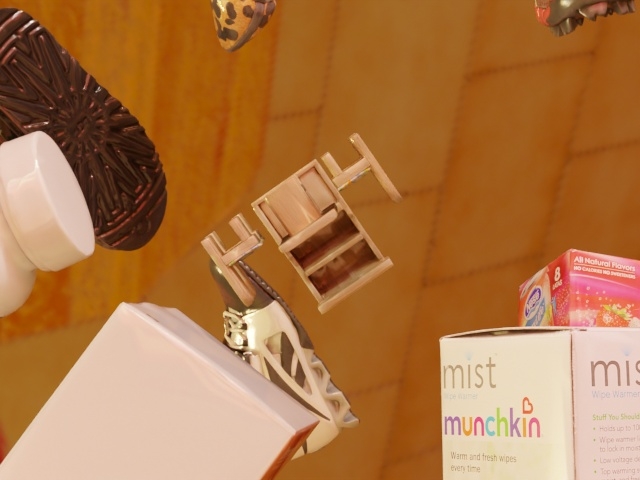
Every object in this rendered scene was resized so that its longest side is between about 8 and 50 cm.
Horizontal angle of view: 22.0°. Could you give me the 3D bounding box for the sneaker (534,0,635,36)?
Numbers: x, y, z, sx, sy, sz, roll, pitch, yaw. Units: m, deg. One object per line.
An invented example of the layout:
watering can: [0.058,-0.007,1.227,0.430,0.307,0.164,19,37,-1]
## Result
sneaker: [0.239,-0.276,1.547,0.097,0.276,0.135,-15,107,13]

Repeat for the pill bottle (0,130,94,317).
pill bottle: [-0.369,0.011,1.507,0.301,0.169,0.169,-21,137,6]

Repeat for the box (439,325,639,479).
box: [0.209,0.165,0.950,0.262,0.127,0.231,1,84,-33]

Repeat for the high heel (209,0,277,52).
high heel: [-0.116,-0.324,1.742,0.093,0.261,0.186,3,118,-33]

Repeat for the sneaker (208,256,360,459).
sneaker: [-0.083,0.167,2.247,0.146,0.122,0.330,-35,110,-10]

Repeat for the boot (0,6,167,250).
boot: [-0.345,-0.138,1.901,0.131,0.260,0.348,-48,121,-25]

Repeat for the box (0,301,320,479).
box: [-0.175,0.235,1.311,0.345,0.168,0.215,-54,174,0]

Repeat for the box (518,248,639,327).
box: [0.314,0.102,1.481,0.257,0.128,0.122,10,158,-14]

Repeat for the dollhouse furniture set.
dollhouse furniture set: [0.000,0.000,1.915,0.212,0.161,0.242,-35,-177,3]
